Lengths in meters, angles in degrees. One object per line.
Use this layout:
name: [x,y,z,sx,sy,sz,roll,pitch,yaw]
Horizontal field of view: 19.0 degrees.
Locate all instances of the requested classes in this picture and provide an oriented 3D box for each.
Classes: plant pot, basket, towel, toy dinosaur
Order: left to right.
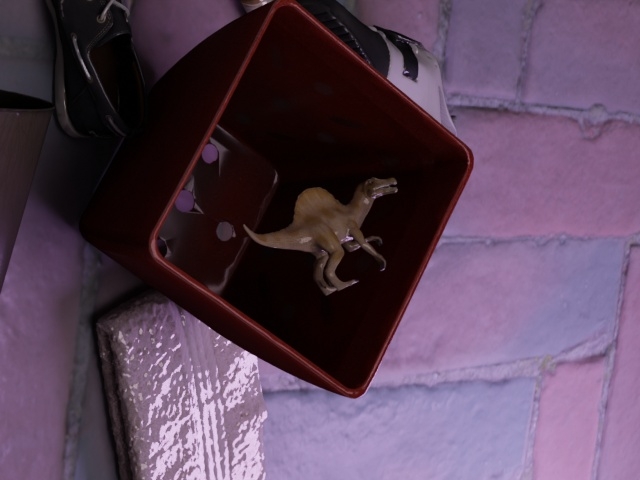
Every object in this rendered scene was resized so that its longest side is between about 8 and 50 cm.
basket: [-0.328,-0.013,1.574,0.204,0.154,0.227,1,103,-50]
towel: [-0.135,0.170,1.936,0.187,0.049,0.282,-30,122,-43]
plant pot: [-0.066,-0.036,1.784,0.267,0.236,0.267,37,70,-30]
toy dinosaur: [0.000,0.000,1.666,0.183,0.053,0.092,-23,89,-41]

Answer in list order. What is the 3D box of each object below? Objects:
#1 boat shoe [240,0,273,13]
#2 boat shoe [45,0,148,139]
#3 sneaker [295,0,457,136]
boat shoe: [-0.030,-0.286,1.939,0.153,0.056,0.048,-57,147,-21]
boat shoe: [-0.199,-0.205,1.732,0.084,0.079,0.233,-22,113,-44]
sneaker: [0.053,-0.175,2.035,0.330,0.122,0.146,53,45,-46]
